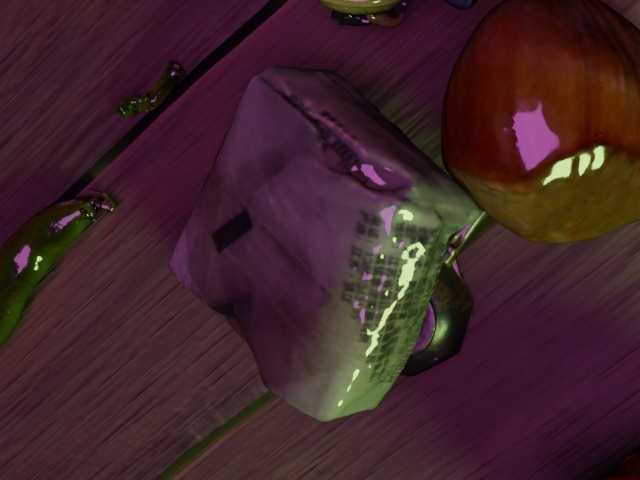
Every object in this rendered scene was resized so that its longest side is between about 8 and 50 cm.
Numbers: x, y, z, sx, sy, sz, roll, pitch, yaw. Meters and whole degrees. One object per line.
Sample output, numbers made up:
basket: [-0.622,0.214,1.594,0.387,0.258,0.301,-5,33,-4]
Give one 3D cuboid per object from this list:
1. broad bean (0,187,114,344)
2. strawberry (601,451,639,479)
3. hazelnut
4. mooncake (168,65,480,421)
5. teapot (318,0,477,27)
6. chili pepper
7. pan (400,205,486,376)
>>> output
broad bean: [-0.308,0.035,1.136,0.065,0.046,0.254,39,106,-11]
strawberry: [0.296,0.298,0.933,0.277,0.257,0.257,3,106,-31]
hazelnut: [0.195,-0.100,0.936,0.210,0.210,0.186,30,129,6]
mooncake: [0.004,-0.001,0.981,0.250,0.136,0.254,42,118,33]
teapot: [0.026,-0.269,0.954,0.269,0.173,0.182,28,140,30]
chili pepper: [-0.167,-0.142,1.083,0.083,0.022,0.027,-34,125,16]
pan: [0.083,0.034,1.045,0.128,0.048,0.202,15,104,10]
